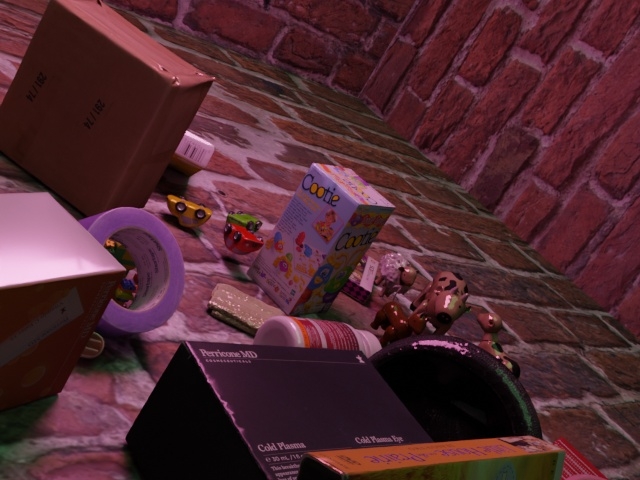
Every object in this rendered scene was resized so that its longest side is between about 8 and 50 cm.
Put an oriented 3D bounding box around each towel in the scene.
[{"bbox_3d":[0.507,0.498,1.543,0.199,0.031,0.275,42,24,21],"label":"towel"},{"bbox_3d":[-0.136,0.132,1.458,0.148,0.027,0.110,29,21,-9],"label":"towel"}]

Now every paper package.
[{"bbox_3d":[-0.420,-0.252,1.501,0.310,0.324,0.168,36,21,9],"label":"paper package"}]

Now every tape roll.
[{"bbox_3d":[-0.301,0.049,1.181,0.189,0.080,0.188,18,66,-47],"label":"tape roll"}]

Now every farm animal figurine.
[{"bbox_3d":[0.286,0.169,1.724,0.330,0.172,0.326,30,26,-16],"label":"farm animal figurine"}]

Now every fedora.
[{"bbox_3d":[0.190,0.318,1.247,0.334,0.334,0.152,45,-7,32],"label":"fedora"}]

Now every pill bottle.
[{"bbox_3d":[0.000,0.198,1.366,0.221,0.121,0.121,12,28,-43],"label":"pill bottle"}]

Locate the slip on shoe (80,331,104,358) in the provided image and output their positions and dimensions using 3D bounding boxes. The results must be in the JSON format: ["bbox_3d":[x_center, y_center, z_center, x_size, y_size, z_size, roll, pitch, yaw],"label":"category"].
[{"bbox_3d":[-0.370,0.130,1.106,0.136,0.051,0.041,19,-17,-12],"label":"slip on shoe"}]

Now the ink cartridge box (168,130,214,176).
[{"bbox_3d":[-0.412,-0.239,1.795,0.304,0.072,0.307,26,-11,-16],"label":"ink cartridge box"}]

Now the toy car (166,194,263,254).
[{"bbox_3d":[-0.194,-0.027,1.686,0.239,0.053,0.225,27,11,19],"label":"toy car"}]

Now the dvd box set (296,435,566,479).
[{"bbox_3d":[0.114,0.376,0.865,0.421,0.307,0.062,12,1,-45],"label":"dvd box set"}]

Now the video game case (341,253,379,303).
[{"bbox_3d":[0.026,0.041,1.887,0.232,0.041,0.210,32,20,-1],"label":"video game case"}]

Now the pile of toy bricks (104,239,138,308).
[{"bbox_3d":[-0.324,0.038,1.288,0.212,0.105,0.118,14,27,-41],"label":"pile of toy bricks"}]

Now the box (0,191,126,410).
[{"bbox_3d":[-0.427,0.081,0.877,0.168,0.215,0.345,40,22,20],"label":"box"}]

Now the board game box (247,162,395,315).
[{"bbox_3d":[0.000,0.000,1.603,0.144,0.275,0.142,44,23,27],"label":"board game box"}]

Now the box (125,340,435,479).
[{"bbox_3d":[-0.016,0.302,1.015,0.343,0.178,0.312,12,29,-44],"label":"box"}]

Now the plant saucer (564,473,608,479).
[{"bbox_3d":[0.510,0.549,1.313,0.332,0.084,0.332,27,28,-16],"label":"plant saucer"}]
